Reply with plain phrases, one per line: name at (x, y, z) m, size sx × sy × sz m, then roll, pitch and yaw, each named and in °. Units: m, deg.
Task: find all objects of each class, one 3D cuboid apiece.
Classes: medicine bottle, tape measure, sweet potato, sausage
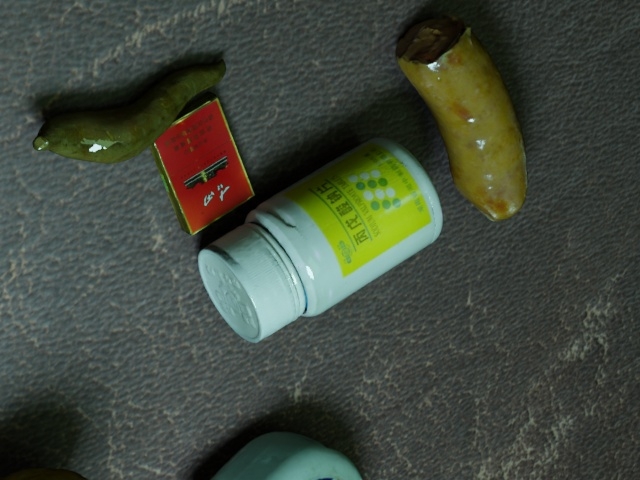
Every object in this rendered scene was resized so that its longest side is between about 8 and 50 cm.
medicine bottle at (0.000, 0.000, 1.816) m, size 0.258 × 0.143 × 0.143 m, roll -32°, pitch 123°, yaw -21°
tape measure at (-0.048, 0.350, 1.919) m, size 0.243 × 0.125 × 0.246 m, roll -31°, pitch 120°, yaw -43°
sweet potato at (-0.194, -0.124, 1.686) m, size 0.249 × 0.059 × 0.069 m, roll -25°, pitch 108°, yaw -31°
sausage at (0.178, -0.142, 1.920) m, size 0.109 × 0.109 × 0.270 m, roll -38°, pitch 124°, yaw -19°

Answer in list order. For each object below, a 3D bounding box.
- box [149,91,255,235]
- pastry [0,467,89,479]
box at (-0.132, -0.083, 1.767) m, size 0.090 × 0.023 × 0.133 m, roll -31°, pitch 122°, yaw -20°
pastry at (-0.310, 0.401, 1.638) m, size 0.164 × 0.356 × 0.356 m, roll 26°, pitch 91°, yaw -32°
